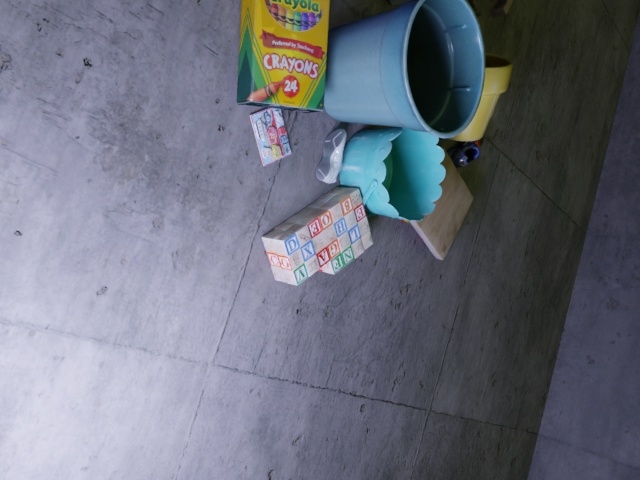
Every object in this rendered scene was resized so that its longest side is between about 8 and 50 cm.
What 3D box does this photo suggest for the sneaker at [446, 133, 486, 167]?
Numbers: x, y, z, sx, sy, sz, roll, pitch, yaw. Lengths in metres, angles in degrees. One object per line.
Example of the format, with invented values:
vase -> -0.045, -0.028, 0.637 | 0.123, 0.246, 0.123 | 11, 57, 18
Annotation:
sneaker -> 0.510, -0.308, 2.041 | 0.221, 0.087, 0.083 | -46, 127, -31

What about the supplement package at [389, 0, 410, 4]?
supplement package -> 0.217, -0.810, 1.596 | 0.293, 0.175, 0.177 | 41, 66, -41

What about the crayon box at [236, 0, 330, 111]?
crayon box -> -0.085, -0.468, 1.390 | 0.202, 0.081, 0.318 | -2, 97, -35

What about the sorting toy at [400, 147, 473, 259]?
sorting toy -> 0.356, -0.116, 1.913 | 0.255, 0.089, 0.257 | 48, 64, -39

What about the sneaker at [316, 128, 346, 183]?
sneaker -> 0.035, -0.224, 1.601 | 0.061, 0.054, 0.152 | 25, 84, -54

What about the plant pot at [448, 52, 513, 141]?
plant pot -> 0.442, -0.445, 1.855 | 0.254, 0.254, 0.239 | -23, 128, -41

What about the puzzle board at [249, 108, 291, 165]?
puzzle board -> -0.118, -0.257, 1.461 | 0.096, 0.011, 0.128 | -32, 118, -38

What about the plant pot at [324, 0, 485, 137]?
plant pot -> 0.181, -0.430, 1.508 | 0.341, 0.334, 0.341 | -10, 104, -44

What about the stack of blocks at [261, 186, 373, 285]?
stack of blocks -> 0.000, 0.000, 1.568 | 0.297, 0.087, 0.171 | -36, 121, -37

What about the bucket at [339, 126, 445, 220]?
bucket -> 0.198, -0.189, 1.673 | 0.281, 0.183, 0.281 | -9, 103, -44

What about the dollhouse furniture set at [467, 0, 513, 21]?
dollhouse furniture set -> 0.523, -0.792, 1.931 | 0.123, 0.151, 0.144 | 48, 61, -38
